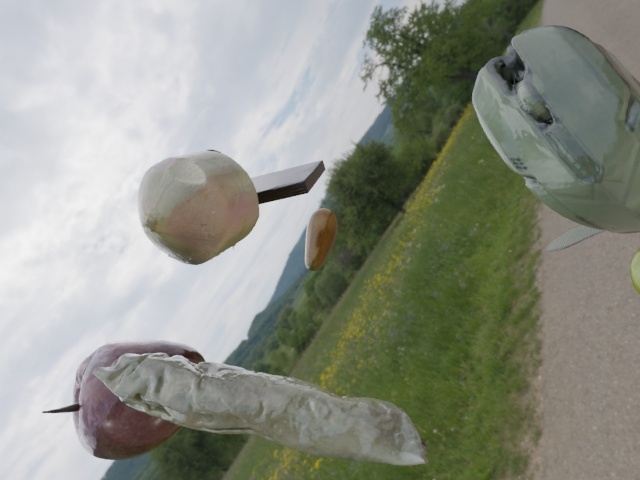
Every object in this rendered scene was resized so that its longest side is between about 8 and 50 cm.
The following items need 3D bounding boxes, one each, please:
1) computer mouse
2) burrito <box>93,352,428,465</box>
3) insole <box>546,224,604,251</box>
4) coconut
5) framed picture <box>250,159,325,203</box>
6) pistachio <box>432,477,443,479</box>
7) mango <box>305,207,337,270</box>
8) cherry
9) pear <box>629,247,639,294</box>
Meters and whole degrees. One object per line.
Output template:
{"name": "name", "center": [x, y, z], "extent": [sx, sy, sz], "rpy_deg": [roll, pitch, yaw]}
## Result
{"name": "computer mouse", "center": [0.444, -0.158, 0.758], "extent": [0.228, 0.429, 0.145], "rpy_deg": [-42, 6, 44]}
{"name": "burrito", "center": [-0.069, 0.198, 0.545], "extent": [0.117, 0.393, 0.076], "rpy_deg": [54, -134, -79]}
{"name": "insole", "center": [0.648, -0.028, 1.087], "extent": [0.086, 0.005, 0.253], "rpy_deg": [-48, 5, -31]}
{"name": "coconut", "center": [-0.188, -0.045, 0.676], "extent": [0.183, 0.171, 0.170], "rpy_deg": [-38, -18, -51]}
{"name": "framed picture", "center": [-0.085, -0.101, 0.832], "extent": [0.128, 0.169, 0.023], "rpy_deg": [-61, -44, -60]}
{"name": "pistachio", "center": [0.266, 0.562, 0.926], "extent": [0.108, 0.185, 0.126], "rpy_deg": [-28, 35, 5]}
{"name": "mango", "center": [0.000, 0.000, 1.240], "extent": [0.102, 0.085, 0.183], "rpy_deg": [114, 165, -69]}
{"name": "cherry", "center": [-0.345, 0.286, 0.829], "extent": [0.286, 0.236, 0.212], "rpy_deg": [-2, -86, -43]}
{"name": "pear", "center": [0.419, 0.040, 0.532], "extent": [0.092, 0.092, 0.097], "rpy_deg": [-59, -4, 5]}
